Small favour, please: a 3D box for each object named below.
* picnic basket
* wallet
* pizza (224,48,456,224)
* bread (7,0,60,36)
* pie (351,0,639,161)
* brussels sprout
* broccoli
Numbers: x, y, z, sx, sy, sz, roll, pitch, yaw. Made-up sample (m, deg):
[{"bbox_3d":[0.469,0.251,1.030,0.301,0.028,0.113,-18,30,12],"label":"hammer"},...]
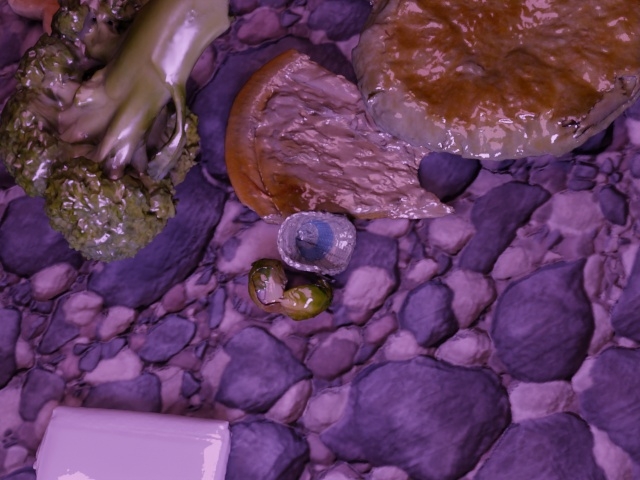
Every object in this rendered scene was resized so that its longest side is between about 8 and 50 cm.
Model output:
[{"bbox_3d":[0.000,0.000,1.771,0.083,0.083,0.065,26,102,65],"label":"picnic basket"},{"bbox_3d":[-0.176,0.204,1.748,0.190,0.033,0.095,3,65,15],"label":"wallet"},{"bbox_3d":[0.019,-0.083,1.829,0.262,0.034,0.181,21,72,22],"label":"pizza"},{"bbox_3d":[-0.190,-0.323,1.987,0.316,0.054,0.316,-6,64,13],"label":"bread"},{"bbox_3d":[0.182,-0.197,1.810,0.306,0.071,0.306,-3,64,7],"label":"pie"},{"bbox_3d":[-0.032,0.049,1.774,0.083,0.046,0.051,23,81,22],"label":"brussels sprout"},{"bbox_3d":[-0.179,-0.145,1.824,0.302,0.186,0.254,-53,40,7],"label":"broccoli"}]
